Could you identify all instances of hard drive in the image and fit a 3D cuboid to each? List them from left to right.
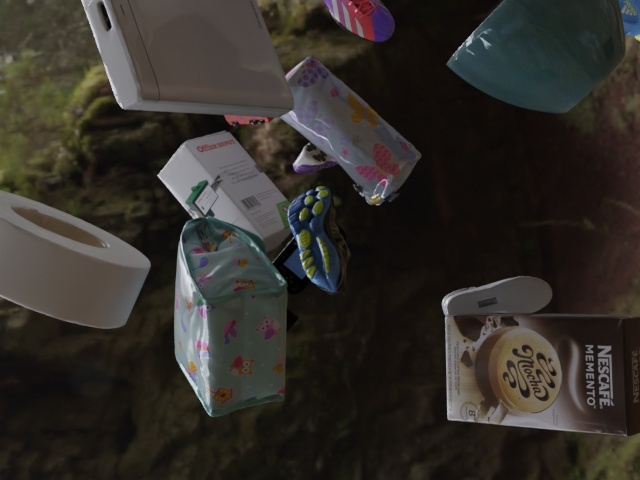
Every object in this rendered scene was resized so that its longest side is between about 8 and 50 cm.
[{"bbox_3d":[-0.178,-0.284,1.344,0.353,0.047,0.233,-9,-103,-61],"label":"hard drive"}]

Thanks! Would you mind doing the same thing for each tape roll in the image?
[{"bbox_3d":[-0.395,0.023,1.427,0.100,0.286,0.286,-66,-17,4],"label":"tape roll"}]

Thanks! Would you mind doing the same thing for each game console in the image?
[{"bbox_3d":[-0.094,0.083,2.328,0.213,0.361,0.044,42,178,-30],"label":"game console"}]

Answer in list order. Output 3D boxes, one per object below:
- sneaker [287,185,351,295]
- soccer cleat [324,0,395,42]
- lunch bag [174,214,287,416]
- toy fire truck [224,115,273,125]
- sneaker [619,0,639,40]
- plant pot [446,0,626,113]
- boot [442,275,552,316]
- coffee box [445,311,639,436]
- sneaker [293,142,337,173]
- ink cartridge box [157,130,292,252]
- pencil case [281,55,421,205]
[{"bbox_3d":[0.000,0.000,1.379,0.078,0.067,0.188,58,-164,-47],"label":"sneaker"},{"bbox_3d":[0.055,-0.564,2.194,0.318,0.108,0.116,43,166,-17],"label":"soccer cleat"},{"bbox_3d":[-0.153,0.107,1.539,0.262,0.160,0.223,-131,38,-55],"label":"lunch bag"},{"bbox_3d":[-0.119,-0.320,2.267,0.135,0.192,0.047,-46,-58,-35],"label":"toy fire truck"},{"bbox_3d":[0.669,-0.539,2.075,0.091,0.126,0.240,-2,-86,-80],"label":"sneaker"},{"bbox_3d":[0.376,-0.322,1.594,0.195,0.290,0.290,45,-161,1],"label":"plant pot"},{"bbox_3d":[0.418,0.134,2.370,0.123,0.258,0.095,-87,-12,-84],"label":"boot"},{"bbox_3d":[0.342,0.193,1.477,0.119,0.297,0.168,2,-94,-49],"label":"coffee box"},{"bbox_3d":[-0.008,-0.182,2.166,0.170,0.071,0.068,-14,-112,-58],"label":"sneaker"},{"bbox_3d":[-0.157,-0.076,1.741,0.219,0.092,0.160,49,-153,7],"label":"ink cartridge box"},{"bbox_3d":[0.039,-0.183,1.646,0.273,0.124,0.113,43,-136,-6],"label":"pencil case"}]
